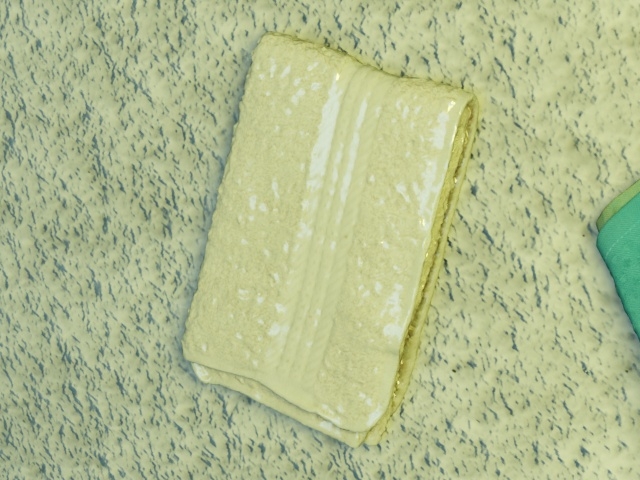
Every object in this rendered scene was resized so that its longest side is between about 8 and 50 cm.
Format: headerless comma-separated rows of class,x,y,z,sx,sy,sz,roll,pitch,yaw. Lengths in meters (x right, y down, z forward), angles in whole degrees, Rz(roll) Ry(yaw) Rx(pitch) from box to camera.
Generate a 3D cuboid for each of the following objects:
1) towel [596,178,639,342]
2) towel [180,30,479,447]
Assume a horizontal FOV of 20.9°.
towel,0.328,0.059,1.026,0.271,0.040,0.370,-42,52,28
towel,0.000,0.000,1.289,0.187,0.049,0.282,21,107,26
